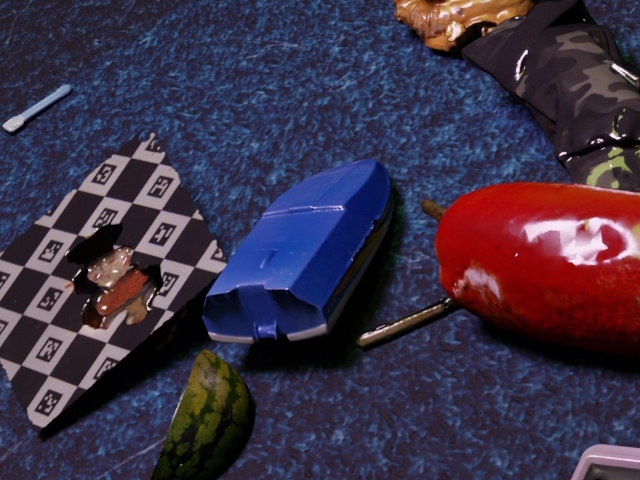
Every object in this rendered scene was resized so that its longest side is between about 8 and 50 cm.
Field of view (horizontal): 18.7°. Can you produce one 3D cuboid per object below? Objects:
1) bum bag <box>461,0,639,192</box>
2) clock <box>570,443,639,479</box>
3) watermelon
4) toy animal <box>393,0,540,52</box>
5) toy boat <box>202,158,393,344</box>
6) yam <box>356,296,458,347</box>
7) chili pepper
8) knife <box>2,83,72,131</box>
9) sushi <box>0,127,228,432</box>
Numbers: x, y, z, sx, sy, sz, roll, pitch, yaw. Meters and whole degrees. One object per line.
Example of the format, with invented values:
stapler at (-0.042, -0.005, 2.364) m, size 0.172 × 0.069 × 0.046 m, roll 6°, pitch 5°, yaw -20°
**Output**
bum bag at (0.253, -0.131, 1.832) m, size 0.144 × 0.095 × 0.340 m, roll -23°, pitch 41°, yaw -8°
clock at (0.229, 0.243, 1.397) m, size 0.150 × 0.063 × 0.197 m, roll 3°, pitch 45°, yaw 34°
watermelon at (-0.096, 0.161, 1.725) m, size 0.069 × 0.087 × 0.163 m, roll 22°, pitch 50°, yaw 1°
toy animal at (0.197, -0.259, 2.046) m, size 0.255 × 0.114 × 0.116 m, roll -13°, pitch -6°, yaw 11°
toy boat at (0.000, 0.000, 1.841) m, size 0.129 × 0.088 × 0.295 m, roll -6°, pitch 29°, yaw 27°
yam at (0.081, 0.072, 1.748) m, size 0.107 × 0.014 × 0.014 m, roll -24°, pitch 35°, yaw 2°
chili pepper at (0.171, 0.012, 1.667) m, size 0.338 × 0.134 × 0.131 m, roll 13°, pitch 64°, yaw 40°
knife at (-0.333, -0.156, 2.301) m, size 0.096 × 0.010 × 0.027 m, roll -37°, pitch 36°, yaw -18°
sushi at (-0.214, 0.045, 1.939) m, size 0.264 × 0.050 × 0.290 m, roll -41°, pitch 38°, yaw 3°
